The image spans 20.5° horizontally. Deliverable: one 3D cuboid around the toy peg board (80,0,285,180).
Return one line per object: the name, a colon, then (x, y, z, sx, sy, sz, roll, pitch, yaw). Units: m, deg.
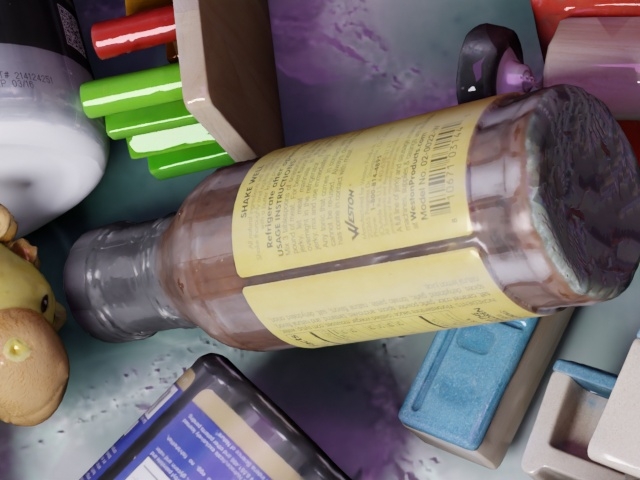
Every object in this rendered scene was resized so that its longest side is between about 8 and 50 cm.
toy peg board: (-0.084, -0.118, 1.022, 0.079, 0.161, 0.160, -11, 72, 11)

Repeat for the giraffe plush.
giraffe plush: (-0.213, 0.074, 0.988, 0.170, 0.181, 0.210, -35, 87, -14)

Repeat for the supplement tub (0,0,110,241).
supplement tub: (-0.251, -0.161, 1.047, 0.194, 0.193, 0.316, -18, 70, 4)

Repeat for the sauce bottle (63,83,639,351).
sauce bottle: (0.000, 0.000, 0.926, 0.344, 0.111, 0.111, -9, 68, 41)

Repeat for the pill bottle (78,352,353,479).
pill bottle: (-0.092, 0.175, 0.951, 0.219, 0.123, 0.123, -45, 71, -5)

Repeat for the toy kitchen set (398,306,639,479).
toy kitchen set: (0.130, 0.057, 0.896, 0.207, 0.166, 0.122, 18, 76, 34)

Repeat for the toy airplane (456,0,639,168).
toy airplane: (0.183, -0.246, 0.954, 0.386, 0.272, 0.384, 48, 115, 9)
